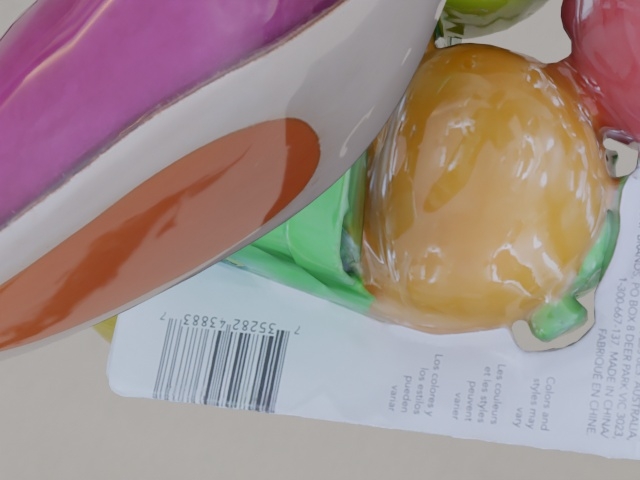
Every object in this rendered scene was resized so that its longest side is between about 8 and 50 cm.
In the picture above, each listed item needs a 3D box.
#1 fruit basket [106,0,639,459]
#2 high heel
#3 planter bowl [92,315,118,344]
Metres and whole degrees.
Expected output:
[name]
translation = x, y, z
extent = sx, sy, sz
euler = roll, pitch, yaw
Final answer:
[fruit basket]
translation = 0.106, -0.075, 0.770
extent = 0.353, 0.165, 0.327
euler = 6, 79, 9
[high heel]
translation = -0.023, -0.122, 0.562
extent = 0.377, 0.127, 0.181
euler = -37, 74, -10
[planter bowl]
translation = -0.140, -0.023, 1.094
extent = 0.090, 0.217, 0.217
euler = -14, 103, 13
